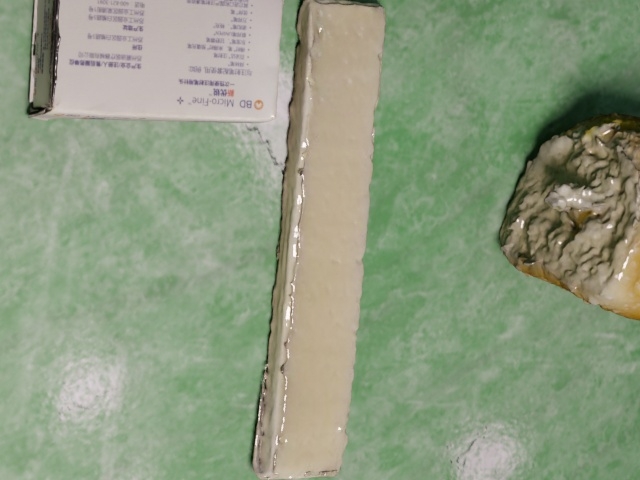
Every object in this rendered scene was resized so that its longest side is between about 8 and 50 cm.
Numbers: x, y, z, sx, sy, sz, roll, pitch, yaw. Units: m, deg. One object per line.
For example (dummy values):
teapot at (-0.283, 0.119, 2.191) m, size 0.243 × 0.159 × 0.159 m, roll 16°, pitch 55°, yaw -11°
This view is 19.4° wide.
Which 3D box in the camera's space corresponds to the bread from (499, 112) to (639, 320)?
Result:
bread at (0.291, -0.017, 1.623) m, size 0.246 × 0.195 × 0.176 m, roll 19°, pitch 91°, yaw -31°

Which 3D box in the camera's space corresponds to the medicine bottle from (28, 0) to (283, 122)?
medicine bottle at (-0.123, -0.175, 1.441) m, size 0.201 × 0.052 × 0.171 m, roll -1°, pitch 97°, yaw -31°

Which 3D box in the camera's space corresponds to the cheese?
cheese at (0.002, 0.000, 1.549) m, size 0.085 × 0.034 × 0.400 m, roll 4°, pitch 95°, yaw -31°
